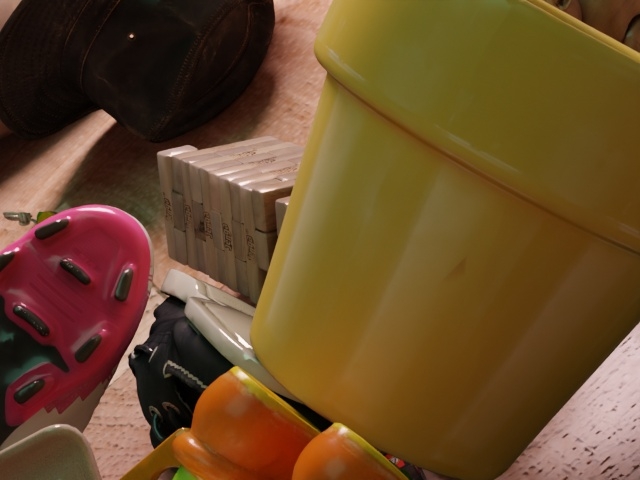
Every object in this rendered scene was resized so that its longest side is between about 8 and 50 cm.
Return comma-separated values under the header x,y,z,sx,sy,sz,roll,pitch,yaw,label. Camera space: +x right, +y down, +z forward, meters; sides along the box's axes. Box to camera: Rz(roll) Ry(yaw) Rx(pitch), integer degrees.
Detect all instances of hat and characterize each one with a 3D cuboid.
x,y,z,sx,sy,sz,roll,pitch,yaw,label
-0.135,-0.181,1.535,0.331,0.331,0.134,-41,74,-7,hat

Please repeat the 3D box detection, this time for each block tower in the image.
x,y,z,sx,sy,sz,roll,pitch,yaw,label
0.000,0.000,1.176,0.097,0.091,0.335,-14,20,-29,block tower

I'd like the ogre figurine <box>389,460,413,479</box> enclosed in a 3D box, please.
x,y,z,sx,sy,sz,roll,pitch,yaw,label
0.017,0.214,0.888,0.197,0.097,0.118,-38,16,-24,ogre figurine

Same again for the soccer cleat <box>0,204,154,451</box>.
x,y,z,sx,sy,sz,roll,pitch,yaw,label
-0.222,0.124,1.164,0.331,0.116,0.143,-57,-12,-5,soccer cleat

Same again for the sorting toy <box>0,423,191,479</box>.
x,y,z,sx,sy,sz,roll,pitch,yaw,label
-0.180,0.233,1.021,0.347,0.047,0.196,-29,74,20,sorting toy

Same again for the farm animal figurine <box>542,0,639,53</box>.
x,y,z,sx,sy,sz,roll,pitch,yaw,label
0.199,-0.145,1.116,0.330,0.172,0.327,-10,39,38,farm animal figurine

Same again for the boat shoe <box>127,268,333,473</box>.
x,y,z,sx,sy,sz,roll,pitch,yaw,label
-0.064,0.098,1.068,0.113,0.127,0.340,-63,19,-1,boat shoe

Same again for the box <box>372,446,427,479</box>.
x,y,z,sx,sy,sz,roll,pitch,yaw,label
-0.004,0.159,1.051,0.137,0.027,0.094,-34,30,5,box

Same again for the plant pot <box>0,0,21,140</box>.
x,y,z,sx,sy,sz,roll,pitch,yaw,label
-0.342,-0.212,1.742,0.229,0.263,0.263,-16,31,-1,plant pot

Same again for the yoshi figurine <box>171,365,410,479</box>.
x,y,z,sx,sy,sz,roll,pitch,yaw,label
-0.075,0.256,0.785,0.203,0.203,0.362,37,80,13,yoshi figurine

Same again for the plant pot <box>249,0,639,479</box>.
x,y,z,sx,sy,sz,roll,pitch,yaw,label
0.087,-0.011,0.906,0.239,0.254,0.254,-62,28,11,plant pot

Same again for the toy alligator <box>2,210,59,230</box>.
x,y,z,sx,sy,sz,roll,pitch,yaw,label
-0.228,0.001,1.488,0.189,0.056,0.051,2,88,48,toy alligator
